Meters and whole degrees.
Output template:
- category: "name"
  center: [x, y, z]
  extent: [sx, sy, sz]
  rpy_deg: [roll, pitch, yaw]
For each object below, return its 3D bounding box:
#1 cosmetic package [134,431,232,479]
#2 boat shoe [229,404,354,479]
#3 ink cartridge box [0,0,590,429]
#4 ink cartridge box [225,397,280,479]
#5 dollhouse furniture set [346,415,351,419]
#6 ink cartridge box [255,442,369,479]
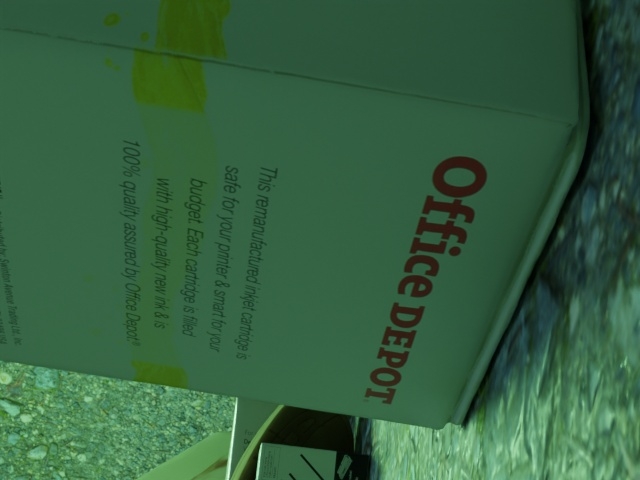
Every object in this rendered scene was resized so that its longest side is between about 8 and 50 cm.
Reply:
- category: "cosmetic package"
  center: [-0.139, 0.352, 1.506]
  extent: [0.296, 0.129, 0.153]
  rpy_deg: [-21, -71, -66]
- category: "boat shoe"
  center: [-0.079, 0.296, 1.119]
  extent: [0.123, 0.123, 0.342]
  rpy_deg: [-16, 46, 51]
- category: "ink cartridge box"
  center: [-0.086, -0.055, 0.628]
  extent: [0.279, 0.384, 0.160]
  rpy_deg: [103, 177, -53]
- category: "ink cartridge box"
  center: [-0.049, 0.298, 1.314]
  extent: [0.207, 0.119, 0.353]
  rpy_deg: [104, 172, -68]
- category: "dollhouse furniture set"
  center: [0.037, 0.126, 1.217]
  extent: [0.081, 0.091, 0.114]
  rpy_deg: [-7, 100, 46]
- category: "ink cartridge box"
  center: [-0.016, 0.284, 1.030]
  extent: [0.046, 0.097, 0.207]
  rpy_deg: [106, 170, -70]
